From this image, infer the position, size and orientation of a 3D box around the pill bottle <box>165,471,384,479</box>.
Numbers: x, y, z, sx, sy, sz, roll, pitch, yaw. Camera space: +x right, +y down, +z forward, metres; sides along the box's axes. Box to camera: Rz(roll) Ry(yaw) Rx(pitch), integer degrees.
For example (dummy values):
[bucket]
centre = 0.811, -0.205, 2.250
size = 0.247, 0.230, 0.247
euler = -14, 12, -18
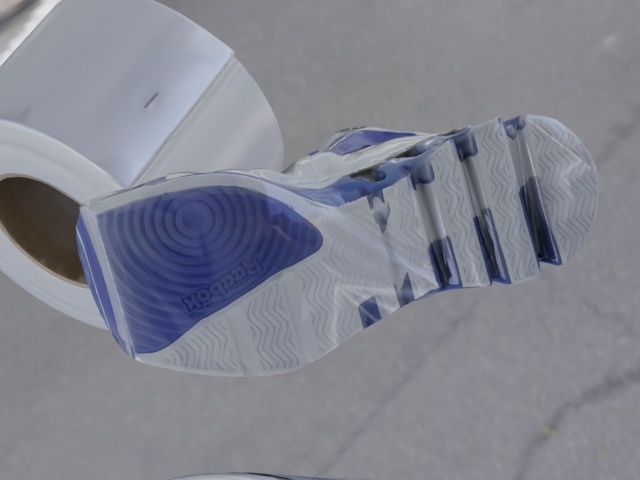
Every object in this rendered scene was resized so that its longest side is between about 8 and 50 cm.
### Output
[pill bottle]
centre = -0.008, 0.107, 0.421
size = 0.108, 0.180, 0.108
euler = -6, 79, 32

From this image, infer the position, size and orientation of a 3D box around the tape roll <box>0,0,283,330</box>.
[tape roll]
centre = -0.176, -0.064, 1.560
size = 0.246, 0.246, 0.169
euler = -1, 43, 43

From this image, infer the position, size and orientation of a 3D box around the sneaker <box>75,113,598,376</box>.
[sneaker]
centre = 0.001, 0.000, 1.189
size = 0.315, 0.127, 0.182
euler = -13, 5, -16
